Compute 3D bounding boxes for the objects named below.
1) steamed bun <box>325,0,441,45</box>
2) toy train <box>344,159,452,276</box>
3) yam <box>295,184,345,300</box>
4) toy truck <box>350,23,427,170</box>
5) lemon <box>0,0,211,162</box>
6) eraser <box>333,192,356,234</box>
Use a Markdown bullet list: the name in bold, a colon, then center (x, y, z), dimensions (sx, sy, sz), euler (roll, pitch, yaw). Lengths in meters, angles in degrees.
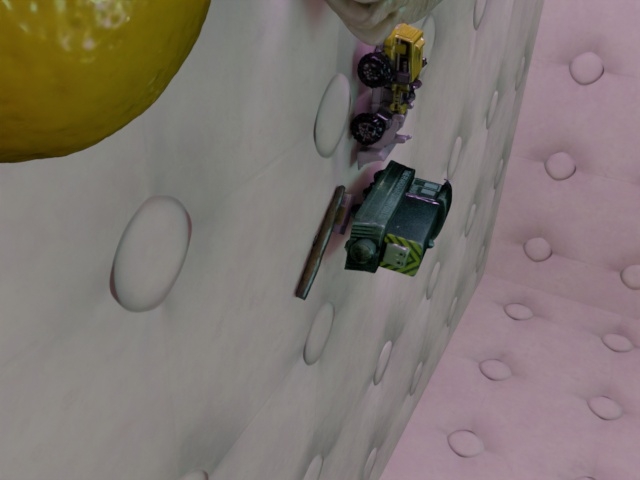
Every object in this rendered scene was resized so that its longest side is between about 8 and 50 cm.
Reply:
- **steamed bun**: center (0.095, -0.451, 0.931), dimensions (0.280, 0.207, 0.268), euler (-35, 159, -10)
- **toy train**: center (0.164, -0.045, 1.403), dimensions (0.330, 0.178, 0.138), euler (-57, 160, -53)
- **yam**: center (0.001, 0.001, 1.275), dimensions (0.027, 0.029, 0.234), euler (140, -29, -77)
- **toy truck**: center (0.131, -0.264, 1.273), dimensions (0.136, 0.111, 0.285), euler (-53, 154, -46)
- **lemon**: center (-0.172, -0.187, 0.366), dimensions (0.245, 0.245, 0.319), euler (37, 70, -68)
- **eraser**: center (0.048, -0.054, 1.355), dimensions (0.038, 0.019, 0.083), euler (10, 97, -71)
